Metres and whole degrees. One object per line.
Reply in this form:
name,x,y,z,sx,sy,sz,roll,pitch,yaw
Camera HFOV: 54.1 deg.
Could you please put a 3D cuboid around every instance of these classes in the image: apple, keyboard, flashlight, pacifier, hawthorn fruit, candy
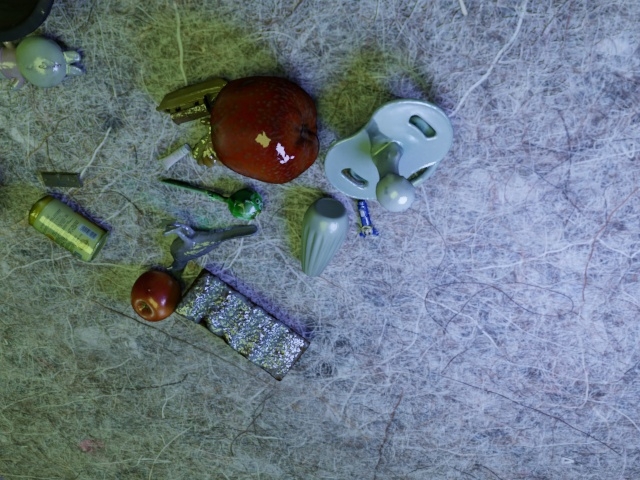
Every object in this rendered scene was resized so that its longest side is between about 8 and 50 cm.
apple,-0.527,0.179,1.999,0.164,0.139,0.163,12,132,13
keyboard,-0.793,-0.185,1.924,0.129,0.015,0.049,2,126,13
flashlight,0.125,-0.058,1.749,0.057,0.035,0.121,-5,120,18
pacifier,0.180,-0.174,1.536,0.288,0.269,0.343,29,131,-34
hawthorn fruit,-0.149,-0.276,1.553,0.300,0.275,0.275,7,123,1
candy,-0.317,-0.132,1.807,0.324,0.097,0.097,17,124,15

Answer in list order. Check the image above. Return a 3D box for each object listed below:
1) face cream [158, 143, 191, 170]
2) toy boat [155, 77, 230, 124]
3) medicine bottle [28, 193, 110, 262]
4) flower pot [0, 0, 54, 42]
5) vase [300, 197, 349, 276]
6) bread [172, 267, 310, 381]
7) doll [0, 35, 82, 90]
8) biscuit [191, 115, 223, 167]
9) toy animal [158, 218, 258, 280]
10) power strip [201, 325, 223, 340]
face cream,-0.415,-0.239,1.788,0.115,0.020,0.038,-26,110,31
toy boat,-0.323,-0.365,1.650,0.226,0.068,0.088,-12,90,17
medicine bottle,-0.786,-0.041,1.950,0.239,0.124,0.124,35,123,-7
flower pot,-0.732,-0.671,1.465,0.380,0.251,0.379,5,121,9
vase,0.000,0.000,1.770,0.128,0.128,0.248,19,133,3
bread,-0.243,0.265,1.969,0.417,0.113,0.165,36,88,-9
doll,-0.783,-0.475,1.681,0.275,0.113,0.154,9,120,10
biscuit,-0.283,-0.267,1.713,0.118,0.061,0.183,29,123,-6
toy animal,-0.385,-0.001,1.883,0.367,0.081,0.206,-29,132,30
power strip,-0.363,0.284,2.097,0.136,0.019,0.051,36,125,-9
